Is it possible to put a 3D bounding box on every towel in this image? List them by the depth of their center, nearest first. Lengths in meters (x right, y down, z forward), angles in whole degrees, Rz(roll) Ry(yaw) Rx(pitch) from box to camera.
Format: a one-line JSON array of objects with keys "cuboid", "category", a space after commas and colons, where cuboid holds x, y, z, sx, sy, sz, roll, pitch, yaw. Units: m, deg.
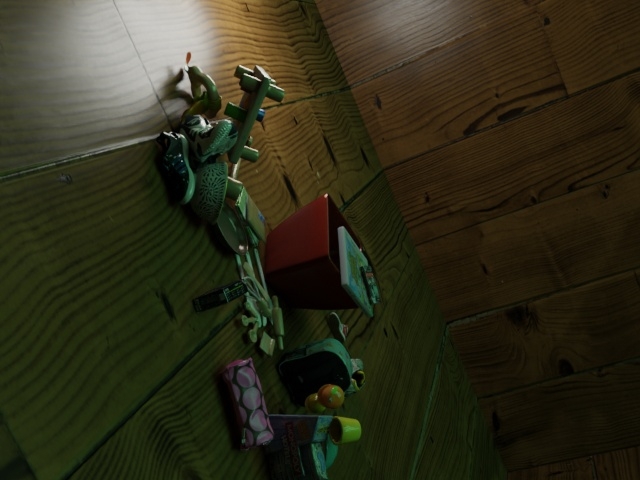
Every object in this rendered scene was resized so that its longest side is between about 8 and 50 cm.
[{"cuboid": [-0.215, -0.070, 1.972, 0.113, 0.023, 0.152, -86, 159, -55], "category": "towel"}]

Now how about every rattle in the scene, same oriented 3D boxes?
[{"cuboid": [-0.381, -0.431, 1.900, 0.199, 0.143, 0.130, 58, -14, 2], "category": "rattle"}]

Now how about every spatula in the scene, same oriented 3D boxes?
[{"cuboid": [-0.185, 0.131, 1.903, 0.168, 0.019, 0.242, 12, 60, -65], "category": "spatula"}]

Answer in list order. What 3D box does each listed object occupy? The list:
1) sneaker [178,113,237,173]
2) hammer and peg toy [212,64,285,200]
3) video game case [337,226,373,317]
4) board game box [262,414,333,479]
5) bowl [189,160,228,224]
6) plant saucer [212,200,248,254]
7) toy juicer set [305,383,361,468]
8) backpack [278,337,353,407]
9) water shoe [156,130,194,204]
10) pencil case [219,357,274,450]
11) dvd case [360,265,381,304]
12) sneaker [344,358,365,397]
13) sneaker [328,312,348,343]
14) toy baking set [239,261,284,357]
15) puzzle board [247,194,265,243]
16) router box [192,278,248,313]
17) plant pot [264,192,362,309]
[{"cuboid": [-0.307, -0.282, 1.732, 0.094, 0.235, 0.153, -24, 79, -30], "category": "sneaker"}, {"cuboid": [-0.235, -0.316, 1.906, 0.127, 0.361, 0.266, 20, 17, -18], "category": "hammer and peg toy"}, {"cuboid": [0.104, 0.094, 1.978, 0.193, 0.023, 0.212, 52, 27, -46], "category": "video game case"}, {"cuboid": [-0.051, 0.503, 1.637, 0.060, 0.194, 0.194, 16, 55, -50], "category": "board game box"}, {"cuboid": [-0.300, -0.130, 1.719, 0.080, 0.170, 0.170, 11, 51, -20], "category": "bowl"}, {"cuboid": [-0.255, -0.032, 1.838, 0.168, 0.029, 0.168, 58, 15, -26], "category": "plant saucer"}, {"cuboid": [-0.020, 0.514, 1.749, 0.089, 0.329, 0.209, 6, 39, -28], "category": "toy juicer set"}, {"cuboid": [-0.001, 0.368, 1.906, 0.166, 0.188, 0.144, 65, 21, -10], "category": "backpack"}, {"cuboid": [-0.372, -0.181, 1.674, 0.080, 0.073, 0.203, 11, 55, -41], "category": "water shoe"}, {"cuboid": [-0.179, 0.390, 1.588, 0.098, 0.095, 0.209, -8, 76, -48], "category": "pencil case"}, {"cuboid": [0.153, 0.135, 2.022, 0.087, 0.013, 0.119, 7, 65, -71], "category": "dvd case"}, {"cuboid": [0.115, 0.464, 2.247, 0.088, 0.093, 0.225, 66, 20, -9], "category": "sneaker"}, {"cuboid": [0.063, 0.296, 2.341, 0.067, 0.042, 0.118, -54, 129, -61], "category": "sneaker"}, {"cuboid": [-0.160, 0.190, 1.841, 0.197, 0.030, 0.256, 41, 37, -53], "category": "toy baking set"}, {"cuboid": [-0.192, -0.061, 1.983, 0.128, 0.011, 0.096, 60, 19, -53], "category": "puzzle board"}, {"cuboid": [-0.245, 0.136, 1.642, 0.038, 0.092, 0.122, 69, 20, -2], "category": "router box"}, {"cuboid": [-0.025, 0.064, 2.048, 0.267, 0.236, 0.267, 54, 25, -42], "category": "plant pot"}]
